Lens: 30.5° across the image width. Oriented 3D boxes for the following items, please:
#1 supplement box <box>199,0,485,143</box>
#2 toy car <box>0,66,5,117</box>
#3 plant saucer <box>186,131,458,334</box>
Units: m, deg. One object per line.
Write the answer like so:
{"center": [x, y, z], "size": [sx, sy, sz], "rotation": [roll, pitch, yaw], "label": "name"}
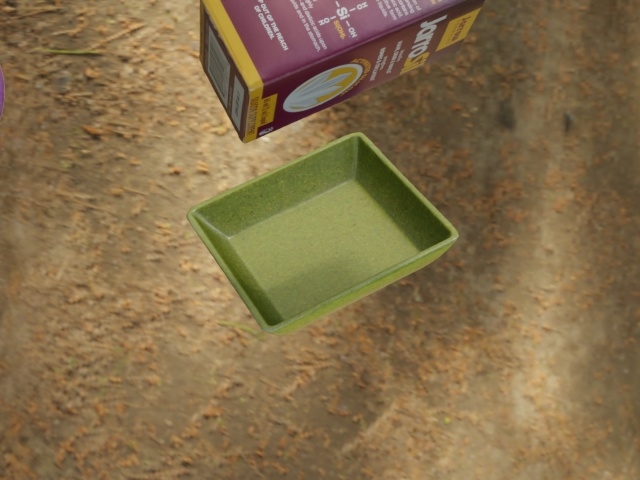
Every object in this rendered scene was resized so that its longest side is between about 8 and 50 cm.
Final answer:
{"center": [0.013, -0.155, 0.839], "size": [0.188, 0.104, 0.080], "rotation": [-25, 78, -12], "label": "supplement box"}
{"center": [-0.154, -0.047, 0.314], "size": [0.136, 0.159, 0.182], "rotation": [-17, 141, -27], "label": "toy car"}
{"center": [0.000, 0.000, 1.049], "size": [0.188, 0.188, 0.045], "rotation": [-26, 133, -13], "label": "plant saucer"}
